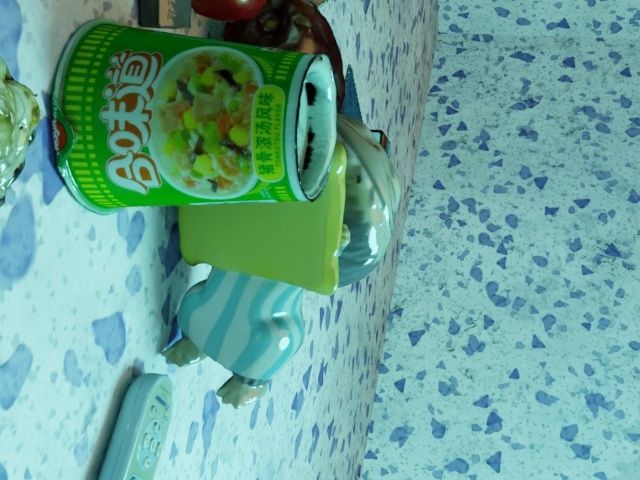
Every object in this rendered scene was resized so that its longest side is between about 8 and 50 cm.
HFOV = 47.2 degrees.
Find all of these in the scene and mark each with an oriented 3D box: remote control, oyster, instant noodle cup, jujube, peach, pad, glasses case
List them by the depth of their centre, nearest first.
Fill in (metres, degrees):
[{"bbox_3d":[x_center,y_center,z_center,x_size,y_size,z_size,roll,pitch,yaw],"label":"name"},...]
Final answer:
[{"bbox_3d":[-0.252,-0.069,0.518,0.163,0.081,0.191,81,23,-60],"label":"oyster"},{"bbox_3d":[-0.113,-0.115,0.736,0.207,0.233,0.207,6,90,-76],"label":"instant noodle cup"},{"bbox_3d":[-0.172,-0.333,0.817,0.072,0.042,0.190,-25,120,-66],"label":"glasses case"},{"bbox_3d":[-0.223,0.270,0.841,0.087,0.047,0.244,78,21,-60],"label":"remote control"},{"bbox_3d":[-0.115,-0.354,0.915,0.118,0.151,0.151,48,-23,40],"label":"peach"},{"bbox_3d":[-0.047,-0.251,1.074,0.243,0.183,0.183,76,23,-69],"label":"jujube"},{"bbox_3d":[0.072,-0.274,1.906,0.269,0.012,0.269,69,30,-63],"label":"pad"}]

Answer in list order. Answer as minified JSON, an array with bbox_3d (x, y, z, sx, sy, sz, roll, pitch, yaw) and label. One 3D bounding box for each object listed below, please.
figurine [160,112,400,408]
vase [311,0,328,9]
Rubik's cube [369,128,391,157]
[{"bbox_3d":[0.000,0.000,1.014,0.378,0.266,0.361,-8,123,-55],"label":"figurine"},{"bbox_3d":[-0.051,-0.489,1.028,0.360,0.165,0.165,78,22,-61],"label":"vase"},{"bbox_3d":[0.068,-0.162,1.632,0.151,0.154,0.155,11,85,-77],"label":"Rubik's cube"}]
